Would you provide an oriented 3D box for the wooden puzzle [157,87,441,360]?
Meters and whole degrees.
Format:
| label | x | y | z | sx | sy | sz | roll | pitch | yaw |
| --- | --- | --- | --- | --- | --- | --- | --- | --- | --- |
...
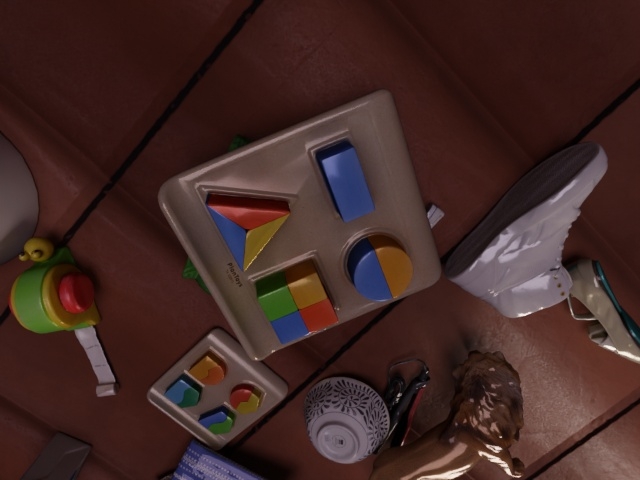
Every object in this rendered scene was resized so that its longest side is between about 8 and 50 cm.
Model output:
| label | x | y | z | sx | sy | sz | roll | pitch | yaw |
| --- | --- | --- | --- | --- | --- | --- | --- | --- | --- |
| wooden puzzle | 0.000 | 0.000 | 0.598 | 0.348 | 0.080 | 0.321 | -25 | 115 | -4 |

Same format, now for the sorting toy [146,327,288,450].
| label | x | y | z | sx | sy | sz | roll | pitch | yaw |
| --- | --- | --- | --- | --- | --- | --- | --- | --- | --- |
| sorting toy | -0.197 | 0.292 | 0.791 | 0.208 | 0.038 | 0.193 | -43 | 102 | 12 |

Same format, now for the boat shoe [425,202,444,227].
| label | x | y | z | sx | sy | sz | roll | pitch | yaw |
| --- | --- | --- | --- | --- | --- | --- | --- | --- | --- |
| boat shoe | 0.170 | -0.013 | 0.698 | 0.035 | 0.035 | 0.100 | 34 | 98 | -7 |

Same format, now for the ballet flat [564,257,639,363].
| label | x | y | z | sx | sy | sz | roll | pitch | yaw |
| --- | --- | --- | --- | --- | --- | --- | --- | --- | --- |
| ballet flat | 0.494 | 0.134 | 0.728 | 0.086 | 0.086 | 0.248 | -37 | 102 | 11 |

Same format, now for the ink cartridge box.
| label | x | y | z | sx | sy | sz | roll | pitch | yaw |
| --- | --- | --- | --- | --- | --- | --- | --- | --- | --- |
| ink cartridge box | -0.552 | 0.516 | 0.811 | 0.078 | 0.134 | 0.231 | 28 | 105 | -9 |

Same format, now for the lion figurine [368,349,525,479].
| label | x | y | z | sx | sy | sz | roll | pitch | yaw |
| --- | --- | --- | --- | --- | --- | --- | --- | --- | --- |
| lion figurine | 0.211 | 0.378 | 0.740 | 0.392 | 0.142 | 0.240 | -40 | 121 | -4 |

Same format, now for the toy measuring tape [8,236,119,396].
| label | x | y | z | sx | sy | sz | roll | pitch | yaw |
| --- | --- | --- | --- | --- | --- | --- | --- | --- | --- |
| toy measuring tape | -0.435 | 0.153 | 0.710 | 0.122 | 0.121 | 0.329 | -9 | 107 | 3 |

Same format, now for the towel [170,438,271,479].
| label | x | y | z | sx | sy | sz | roll | pitch | yaw |
| --- | --- | --- | --- | --- | --- | --- | --- | --- | --- |
| towel | -0.219 | 0.591 | 0.805 | 0.243 | 0.040 | 0.335 | 26 | 87 | 2 |

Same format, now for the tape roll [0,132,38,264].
| label | x | y | z | sx | sy | sz | roll | pitch | yaw |
| --- | --- | --- | --- | --- | --- | --- | --- | --- | --- |
| tape roll | -0.611 | -0.068 | 0.648 | 0.287 | 0.100 | 0.285 | 0 | 107 | 1 |

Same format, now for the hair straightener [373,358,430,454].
| label | x | y | z | sx | sy | sz | roll | pitch | yaw |
| --- | --- | --- | --- | --- | --- | --- | --- | --- | --- |
| hair straightener | 0.140 | 0.316 | 0.790 | 0.089 | 0.047 | 0.230 | 17 | 112 | -5 |

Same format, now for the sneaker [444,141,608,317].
| label | x | y | z | sx | sy | sz | roll | pitch | yaw |
| --- | --- | --- | --- | --- | --- | --- | --- | --- | --- |
| sneaker | 0.362 | -0.002 | 0.670 | 0.169 | 0.108 | 0.292 | 35 | 114 | -12 |

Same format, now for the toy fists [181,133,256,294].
| label | x | y | z | sx | sy | sz | roll | pitch | yaw |
| --- | --- | --- | --- | --- | --- | --- | --- | --- | --- |
| toy fists | -0.113 | -0.022 | 0.664 | 0.142 | 0.096 | 0.279 | 21 | 105 | -11 |

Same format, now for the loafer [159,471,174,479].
| label | x | y | z | sx | sy | sz | roll | pitch | yaw |
| --- | --- | --- | --- | --- | --- | --- | --- | --- | --- |
| loafer | -0.286 | 0.492 | 0.859 | 0.125 | 0.039 | 0.045 | -11 | 140 | 7 |

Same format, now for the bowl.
| label | x | y | z | sx | sy | sz | roll | pitch | yaw |
| --- | --- | --- | --- | --- | --- | --- | --- | --- | --- |
| bowl | 0.039 | 0.347 | 0.766 | 0.170 | 0.080 | 0.169 | 3 | 102 | 13 |
